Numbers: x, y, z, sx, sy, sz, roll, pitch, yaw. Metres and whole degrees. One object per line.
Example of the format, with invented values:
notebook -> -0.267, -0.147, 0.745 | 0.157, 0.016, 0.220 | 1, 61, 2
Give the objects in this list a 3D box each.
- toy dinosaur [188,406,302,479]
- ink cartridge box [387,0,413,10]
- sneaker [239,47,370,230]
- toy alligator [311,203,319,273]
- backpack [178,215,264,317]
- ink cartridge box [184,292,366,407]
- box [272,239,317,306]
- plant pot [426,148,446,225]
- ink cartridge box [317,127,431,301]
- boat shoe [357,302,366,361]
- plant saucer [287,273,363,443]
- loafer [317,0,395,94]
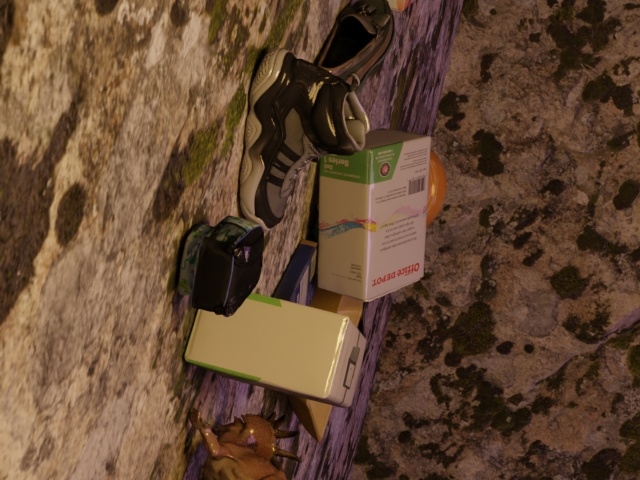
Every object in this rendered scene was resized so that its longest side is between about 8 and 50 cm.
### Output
toy dinosaur -> -0.091, 0.343, 1.510 | 0.200, 0.296, 0.127 | 7, 129, -42
ink cartridge box -> 0.181, -0.570, 2.188 | 0.145, 0.045, 0.179 | -55, 159, -64
sneaker -> -0.020, -0.116, 1.430 | 0.101, 0.153, 0.269 | -60, 161, -55
toy alligator -> 0.000, 0.000, 2.004 | 0.051, 0.056, 0.190 | 46, -35, 51
backpack -> -0.118, 0.023, 1.291 | 0.114, 0.084, 0.105 | -45, 149, -61
ink cartridge box -> -0.053, 0.153, 1.498 | 0.273, 0.198, 0.115 | 58, 46, -76
box -> -0.056, 0.118, 1.882 | 0.225, 0.036, 0.136 | -66, 166, -49
plant pot -> 0.128, -0.114, 2.169 | 0.188, 0.205, 0.205 | 2, 103, -64
ink cartridge box -> 0.098, -0.051, 1.958 | 0.201, 0.117, 0.278 | -18, 114, -50
boat shoe -> 0.092, 0.128, 2.468 | 0.127, 0.113, 0.340 | -22, 126, -77
plant saucer -> 0.002, 0.217, 2.208 | 0.333, 0.080, 0.333 | 79, 27, -65
loafer -> 0.058, -0.326, 1.745 | 0.084, 0.096, 0.268 | 82, 26, -50
